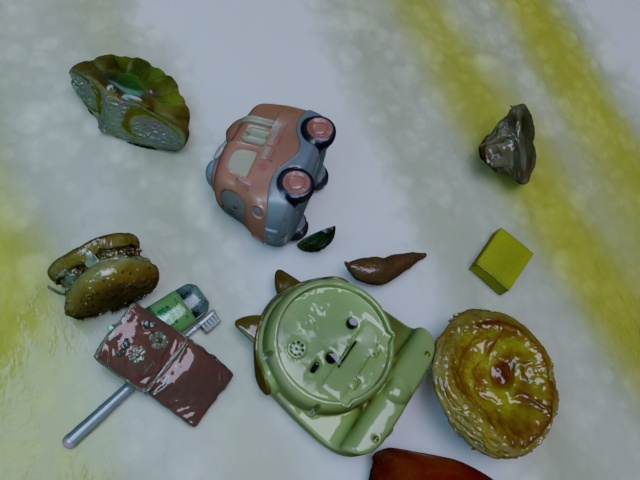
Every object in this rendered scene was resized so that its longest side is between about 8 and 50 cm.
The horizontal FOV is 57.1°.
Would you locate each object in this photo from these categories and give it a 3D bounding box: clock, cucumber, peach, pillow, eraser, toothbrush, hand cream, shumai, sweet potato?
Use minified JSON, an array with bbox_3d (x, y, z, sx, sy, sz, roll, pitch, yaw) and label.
[{"bbox_3d":[0.017,0.206,1.116,0.348,0.117,0.286,37,64,1],"label":"clock"},{"bbox_3d":[0.000,0.000,1.199,0.067,0.107,0.035,-17,83,-23],"label":"cucumber"},{"bbox_3d":[0.239,0.504,1.016,0.257,0.201,0.362,-38,83,-24],"label":"peach"},{"bbox_3d":[-0.274,0.221,1.044,0.232,0.043,0.126,40,66,-17],"label":"pillow"},{"bbox_3d":[0.408,0.047,1.330,0.097,0.045,0.122,39,65,2],"label":"eraser"},{"bbox_3d":[-0.315,0.243,1.060,0.342,0.025,0.030,-40,89,-26],"label":"toothbrush"},{"bbox_3d":[-0.291,0.149,1.091,0.175,0.046,0.095,-34,86,-23],"label":"hand cream"},{"bbox_3d":[0.448,-0.224,1.416,0.120,0.201,0.201,-2,63,28],"label":"shumai"},{"bbox_3d":[0.142,0.061,1.243,0.226,0.068,0.068,-6,70,-32],"label":"sweet potato"}]

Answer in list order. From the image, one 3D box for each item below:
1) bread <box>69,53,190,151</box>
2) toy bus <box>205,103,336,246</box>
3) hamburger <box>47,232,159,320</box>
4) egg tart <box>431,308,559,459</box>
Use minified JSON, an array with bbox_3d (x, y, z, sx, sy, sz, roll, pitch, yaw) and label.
[{"bbox_3d":[-0.378,-0.300,1.186,0.260,0.158,0.156,16,62,-12],"label":"bread"},{"bbox_3d":[-0.102,-0.146,1.187,0.232,0.194,0.288,22,65,2],"label":"toy bus"},{"bbox_3d":[-0.385,0.070,1.033,0.185,0.177,0.113,-20,81,-50],"label":"hamburger"},{"bbox_3d":[0.336,0.283,1.175,0.295,0.116,0.295,6,66,-15],"label":"egg tart"}]
